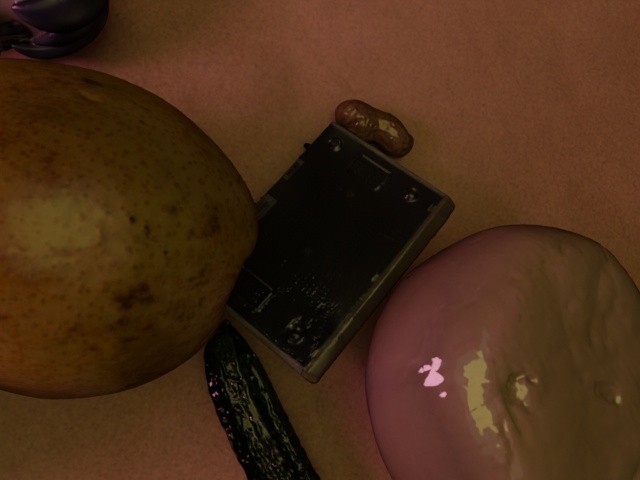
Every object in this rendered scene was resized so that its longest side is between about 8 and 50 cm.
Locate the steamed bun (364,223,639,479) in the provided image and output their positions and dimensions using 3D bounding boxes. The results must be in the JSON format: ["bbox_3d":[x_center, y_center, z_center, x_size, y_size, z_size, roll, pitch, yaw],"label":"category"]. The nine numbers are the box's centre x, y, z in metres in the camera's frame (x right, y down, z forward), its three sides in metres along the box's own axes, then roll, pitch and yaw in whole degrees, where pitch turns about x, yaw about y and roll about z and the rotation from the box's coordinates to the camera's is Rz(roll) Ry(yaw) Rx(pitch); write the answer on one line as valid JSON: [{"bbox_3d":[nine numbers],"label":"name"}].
[{"bbox_3d":[0.197,0.148,0.555,0.334,0.233,0.311,-19,87,-32],"label":"steamed bun"}]

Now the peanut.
[{"bbox_3d":[0.070,-0.145,0.657,0.113,0.054,0.053,25,79,-9],"label":"peanut"}]

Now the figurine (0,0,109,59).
[{"bbox_3d":[-0.362,-0.276,0.523,0.265,0.175,0.196,5,78,-19],"label":"figurine"}]

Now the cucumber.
[{"bbox_3d":[-0.068,0.219,0.573,0.077,0.077,0.265,-28,90,-14],"label":"cucumber"}]

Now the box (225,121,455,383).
[{"bbox_3d":[0.000,0.000,0.596,0.211,0.045,0.270,38,77,17],"label":"box"}]

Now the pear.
[{"bbox_3d":[-0.208,-0.008,0.457,0.304,0.304,0.303,1,83,-12],"label":"pear"}]
